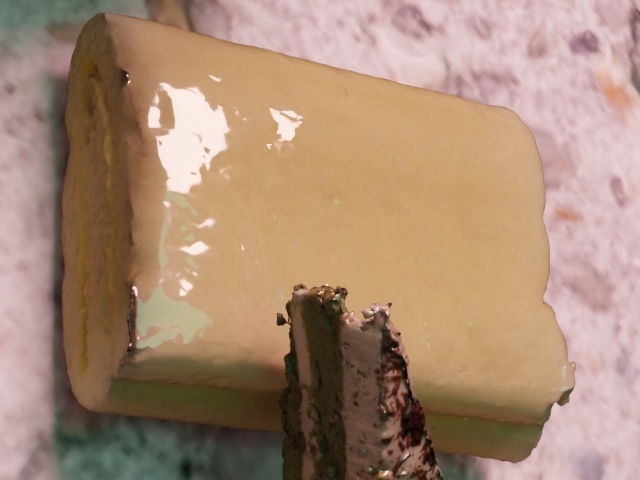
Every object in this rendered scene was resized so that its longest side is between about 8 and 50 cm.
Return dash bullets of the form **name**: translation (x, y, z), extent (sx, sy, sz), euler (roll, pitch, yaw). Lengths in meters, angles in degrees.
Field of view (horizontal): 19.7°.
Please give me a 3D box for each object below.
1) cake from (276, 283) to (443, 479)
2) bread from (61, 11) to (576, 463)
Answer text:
- **cake**: translation (0.016, 0.074, 0.573), extent (0.055, 0.051, 0.140), euler (-19, 120, -42)
- **bread**: translation (0.000, 0.000, 0.625), extent (0.178, 0.060, 0.139), euler (8, 67, -33)
